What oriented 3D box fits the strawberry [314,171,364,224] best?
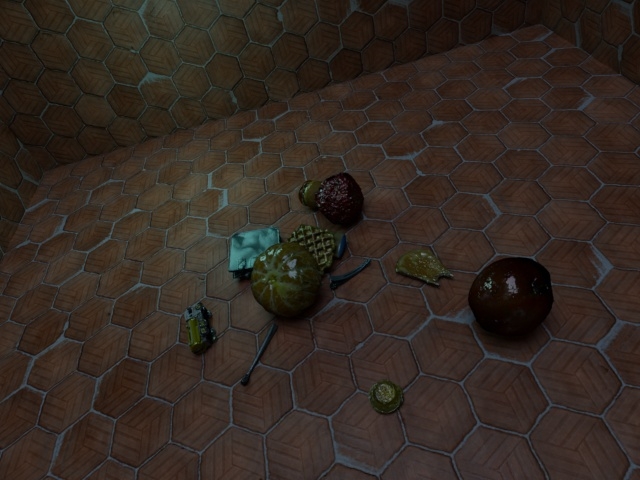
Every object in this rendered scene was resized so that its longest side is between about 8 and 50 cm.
[{"bbox_3d":[0.103,-0.229,2.211,0.273,0.221,0.274,4,53,-6],"label":"strawberry"}]

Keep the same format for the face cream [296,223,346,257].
[{"bbox_3d":[0.000,0.000,2.155,0.284,0.067,0.139,14,59,29],"label":"face cream"}]

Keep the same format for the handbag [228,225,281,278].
[{"bbox_3d":[-0.325,0.066,2.179,0.268,0.100,0.274,-12,46,1],"label":"handbag"}]

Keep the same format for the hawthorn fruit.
[{"bbox_3d":[0.712,0.203,1.602,0.315,0.316,0.316,-9,46,9],"label":"hawthorn fruit"}]

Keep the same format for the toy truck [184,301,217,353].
[{"bbox_3d":[-0.549,0.393,1.934,0.114,0.098,0.227,-27,47,-1],"label":"toy truck"}]

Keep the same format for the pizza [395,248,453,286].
[{"bbox_3d":[0.472,0.121,1.917,0.262,0.034,0.181,26,60,36],"label":"pizza"}]

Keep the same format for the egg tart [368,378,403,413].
[{"bbox_3d":[0.236,0.562,1.564,0.130,0.052,0.131,-11,46,11],"label":"egg tart"}]

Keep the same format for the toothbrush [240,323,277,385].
[{"bbox_3d":[-0.256,0.474,1.815,0.030,0.031,0.297,26,54,4],"label":"toothbrush"}]

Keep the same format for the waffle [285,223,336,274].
[{"bbox_3d":[-0.065,0.057,2.074,0.281,0.058,0.301,1,65,24],"label":"waffle"}]

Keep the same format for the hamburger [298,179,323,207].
[{"bbox_3d":[-0.043,-0.256,2.349,0.162,0.162,0.115,-43,38,-23],"label":"hamburger"}]

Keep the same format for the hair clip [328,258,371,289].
[{"bbox_3d":[0.139,0.148,1.990,0.229,0.070,0.039,-28,42,-20],"label":"hair clip"}]

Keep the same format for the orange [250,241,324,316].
[{"bbox_3d":[-0.151,0.172,1.892,0.329,0.249,0.330,-9,72,29],"label":"orange"}]
